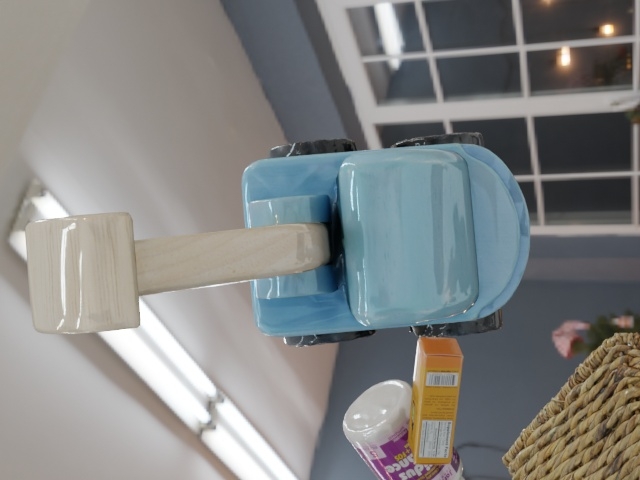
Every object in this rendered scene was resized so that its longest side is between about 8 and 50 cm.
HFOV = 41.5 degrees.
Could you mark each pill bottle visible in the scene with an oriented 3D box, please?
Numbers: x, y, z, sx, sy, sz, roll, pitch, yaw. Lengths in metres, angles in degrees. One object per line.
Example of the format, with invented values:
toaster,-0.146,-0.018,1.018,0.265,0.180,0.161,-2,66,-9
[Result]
pill bottle,0.191,0.453,1.764,0.302,0.169,0.169,55,-148,-17

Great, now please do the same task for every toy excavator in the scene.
toy excavator,0.000,0.000,0.776,0.445,0.432,0.223,137,128,-88

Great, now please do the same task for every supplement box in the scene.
supplement box,0.214,0.302,1.587,0.078,0.080,0.234,-98,13,-70

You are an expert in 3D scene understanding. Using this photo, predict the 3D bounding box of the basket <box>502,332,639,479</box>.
basket,0.381,0.281,0.971,0.223,0.213,0.299,-94,21,-47
